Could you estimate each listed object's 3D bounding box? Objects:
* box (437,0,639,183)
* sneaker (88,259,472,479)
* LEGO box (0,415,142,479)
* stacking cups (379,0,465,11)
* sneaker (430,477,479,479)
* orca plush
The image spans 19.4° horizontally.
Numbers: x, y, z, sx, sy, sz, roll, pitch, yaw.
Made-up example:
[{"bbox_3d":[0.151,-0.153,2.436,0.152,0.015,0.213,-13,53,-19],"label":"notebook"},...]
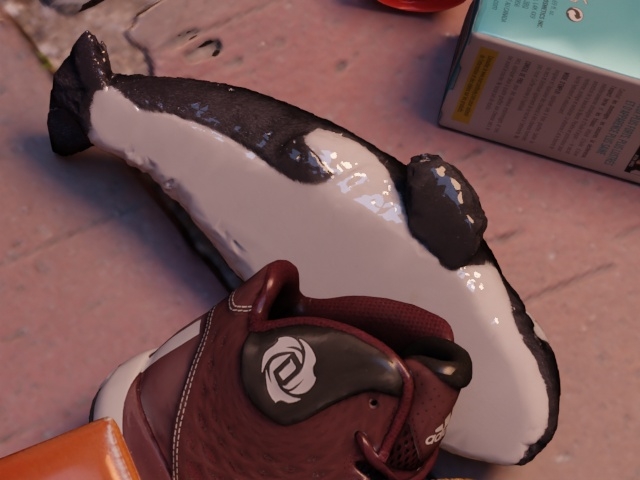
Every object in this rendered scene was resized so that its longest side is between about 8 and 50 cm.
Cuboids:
[{"bbox_3d":[0.189,-0.071,0.940,0.244,0.100,0.060,16,66,-1],"label":"box"},{"bbox_3d":[0.028,0.129,0.793,0.281,0.162,0.106,52,27,13],"label":"sneaker"},{"bbox_3d":[-0.149,0.375,0.663,0.372,0.193,0.500,-21,72,-15],"label":"LEGO box"},{"bbox_3d":[0.064,-0.280,1.013,0.096,0.096,0.316,8,67,-4],"label":"stacking cups"},{"bbox_3d":[0.037,0.131,0.875,0.083,0.032,0.037,-2,76,-2],"label":"sneaker"},{"bbox_3d":[0.000,0.000,0.916,0.287,0.102,0.151,23,111,14],"label":"orca plush"}]
